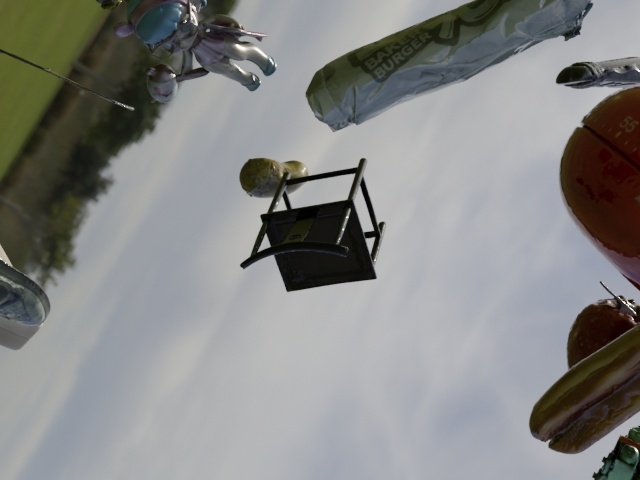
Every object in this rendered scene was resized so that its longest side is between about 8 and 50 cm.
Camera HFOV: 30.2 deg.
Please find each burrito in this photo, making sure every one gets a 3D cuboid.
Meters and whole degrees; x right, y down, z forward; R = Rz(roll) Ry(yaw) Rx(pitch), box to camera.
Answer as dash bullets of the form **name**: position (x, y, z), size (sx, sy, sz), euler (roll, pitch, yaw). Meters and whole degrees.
- **burrito**: position (0.192, -0.262, 1.568), size (0.446, 0.101, 0.139), euler (-23, -177, 8)

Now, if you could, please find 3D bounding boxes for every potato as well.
- **potato**: position (-0.083, -0.110, 2.115), size (0.092, 0.138, 0.070), euler (-9, -96, 50)

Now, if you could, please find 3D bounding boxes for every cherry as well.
- **cherry**: position (0.545, 0.223, 2.203), size (0.175, 0.192, 0.249), euler (-10, -120, 70)

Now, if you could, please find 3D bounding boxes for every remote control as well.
- **remote control**: position (0.562, -0.334, 2.344), size (0.090, 0.266, 0.066), euler (-11, -94, 50)

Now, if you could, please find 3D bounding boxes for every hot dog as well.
- **hot dog**: position (0.363, 0.181, 1.502), size (0.249, 0.100, 0.068), euler (-44, -158, 28)

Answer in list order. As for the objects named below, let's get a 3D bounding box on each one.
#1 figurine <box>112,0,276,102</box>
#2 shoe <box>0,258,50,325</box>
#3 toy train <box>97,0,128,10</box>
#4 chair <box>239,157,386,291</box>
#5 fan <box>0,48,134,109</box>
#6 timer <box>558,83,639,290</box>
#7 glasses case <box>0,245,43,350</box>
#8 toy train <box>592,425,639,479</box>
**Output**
- **figurine**: position (-0.181, -0.276, 1.671), size (0.205, 0.260, 0.102), euler (-29, -121, 30)
- **shoe**: position (-0.525, 0.076, 1.830), size (0.103, 0.275, 0.098), euler (8, -113, 37)
- **toy train**: position (-0.247, -0.381, 1.687), size (0.202, 0.060, 0.081), euler (-2, -119, 28)
- **chair**: position (0.000, 0.000, 1.719), size (0.155, 0.141, 0.260), euler (-10, -152, 18)
- **fan**: position (-0.374, -0.236, 1.723), size (0.132, 0.220, 0.009), euler (18, 97, -83)
- **timer**: position (0.554, -0.066, 1.881), size (0.279, 0.378, 0.378), euler (-48, -166, 10)
- **glasses case**: position (-0.632, 0.053, 2.169), size (0.076, 0.144, 0.336), euler (-45, -128, 7)
- **toy train**: position (0.468, 0.357, 1.845), size (0.118, 0.074, 0.176), euler (-51, 158, -41)
